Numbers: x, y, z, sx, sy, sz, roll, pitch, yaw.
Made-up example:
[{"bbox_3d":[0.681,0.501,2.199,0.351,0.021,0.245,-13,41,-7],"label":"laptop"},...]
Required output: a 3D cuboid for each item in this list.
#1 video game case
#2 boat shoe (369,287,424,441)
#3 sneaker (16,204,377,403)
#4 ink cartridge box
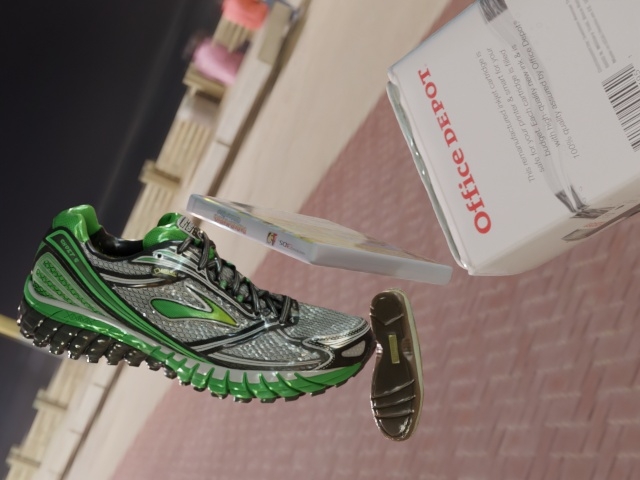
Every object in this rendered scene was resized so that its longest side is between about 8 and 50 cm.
[{"bbox_3d":[0.000,0.000,1.259,0.206,0.227,0.026,22,97,43],"label":"video game case"},{"bbox_3d":[0.104,0.154,1.437,0.072,0.068,0.189,-11,-78,-66],"label":"boat shoe"},{"bbox_3d":[-0.113,0.058,1.085,0.134,0.344,0.146,-70,-7,-78],"label":"sneaker"},{"bbox_3d":[0.164,-0.092,0.723,0.218,0.092,0.158,-33,69,37],"label":"ink cartridge box"}]
